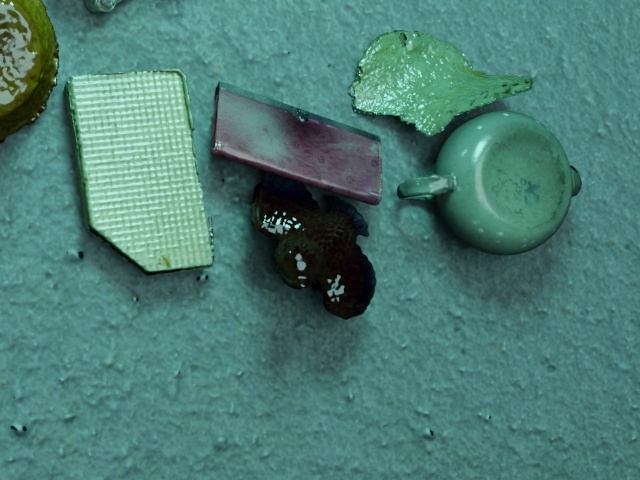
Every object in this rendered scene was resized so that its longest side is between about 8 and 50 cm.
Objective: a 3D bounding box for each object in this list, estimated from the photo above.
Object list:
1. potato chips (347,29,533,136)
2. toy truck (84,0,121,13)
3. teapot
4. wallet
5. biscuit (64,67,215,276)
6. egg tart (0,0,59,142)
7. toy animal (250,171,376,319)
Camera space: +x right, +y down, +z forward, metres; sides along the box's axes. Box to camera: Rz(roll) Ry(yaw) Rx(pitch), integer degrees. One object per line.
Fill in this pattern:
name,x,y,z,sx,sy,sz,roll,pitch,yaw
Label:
potato chips,0.165,-0.211,1.521,0.228,0.059,0.167,21,57,8
toy truck,-0.223,-0.390,1.364,0.213,0.161,0.177,-40,119,-21
teapot,0.239,-0.076,1.520,0.294,0.129,0.193,-4,87,-20
wallet,-0.028,-0.121,1.444,0.232,0.025,0.119,17,49,-19
biscuit,-0.219,-0.080,1.376,0.150,0.052,0.252,-9,87,-19
egg tart,-0.392,-0.204,1.257,0.215,0.171,0.215,-3,102,-17
toy animal,-0.002,0.002,1.389,0.116,0.179,0.218,-36,94,6
